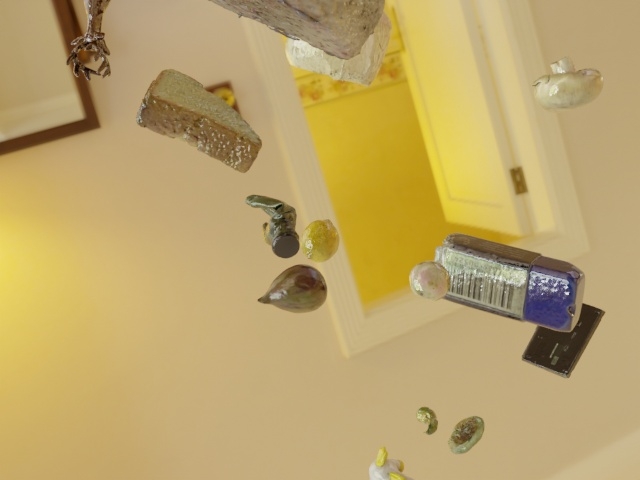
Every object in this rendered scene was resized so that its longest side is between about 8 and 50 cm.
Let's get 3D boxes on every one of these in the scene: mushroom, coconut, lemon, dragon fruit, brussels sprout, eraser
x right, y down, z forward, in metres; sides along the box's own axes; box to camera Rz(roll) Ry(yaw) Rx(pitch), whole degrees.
[{"bbox_3d":[0.218,0.081,1.729,0.084,0.083,0.067,-19,174,-15],"label":"mushroom"},{"bbox_3d":[0.054,-0.582,2.425,0.297,0.254,0.297,17,-167,-4],"label":"coconut"},{"bbox_3d":[0.000,0.000,2.434,0.109,0.109,0.133,-3,-124,59],"label":"lemon"},{"bbox_3d":[-0.042,-0.414,1.239,0.283,0.204,0.221,24,-178,12],"label":"dragon fruit"},{"bbox_3d":[0.279,0.467,2.232,0.051,0.046,0.083,-18,-140,-4],"label":"brussels sprout"},{"bbox_3d":[0.422,0.090,1.953,0.332,0.155,0.101,15,-153,28],"label":"eraser"},{"bbox_3d":[0.553,-0.351,1.940,0.154,0.122,0.154,-11,-178,0],"label":"mushroom"}]

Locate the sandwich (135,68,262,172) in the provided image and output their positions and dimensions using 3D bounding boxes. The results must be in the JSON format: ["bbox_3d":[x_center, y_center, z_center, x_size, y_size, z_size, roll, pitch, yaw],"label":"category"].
[{"bbox_3d":[-0.266,-0.280,1.979,0.288,0.099,0.254,25,-160,-8],"label":"sandwich"}]

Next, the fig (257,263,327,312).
[{"bbox_3d":[-0.063,0.113,1.881,0.155,0.103,0.109,-23,-140,-24],"label":"fig"}]

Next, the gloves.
[{"bbox_3d":[-0.112,-0.045,2.201,0.107,0.135,0.268,-1,-149,-25],"label":"gloves"}]

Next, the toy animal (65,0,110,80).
[{"bbox_3d":[-0.442,-0.474,1.694,0.087,0.260,0.243,7,144,-1],"label":"toy animal"}]

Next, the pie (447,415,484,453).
[{"bbox_3d":[0.258,0.344,1.533,0.085,0.017,0.085,-40,-166,13],"label":"pie"}]

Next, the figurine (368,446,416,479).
[{"bbox_3d":[0.190,0.586,2.073,0.109,0.129,0.178,-33,-132,-21],"label":"figurine"}]

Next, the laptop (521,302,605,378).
[{"bbox_3d":[0.627,0.245,2.249,0.154,0.026,0.207,21,-108,44],"label":"laptop"}]
